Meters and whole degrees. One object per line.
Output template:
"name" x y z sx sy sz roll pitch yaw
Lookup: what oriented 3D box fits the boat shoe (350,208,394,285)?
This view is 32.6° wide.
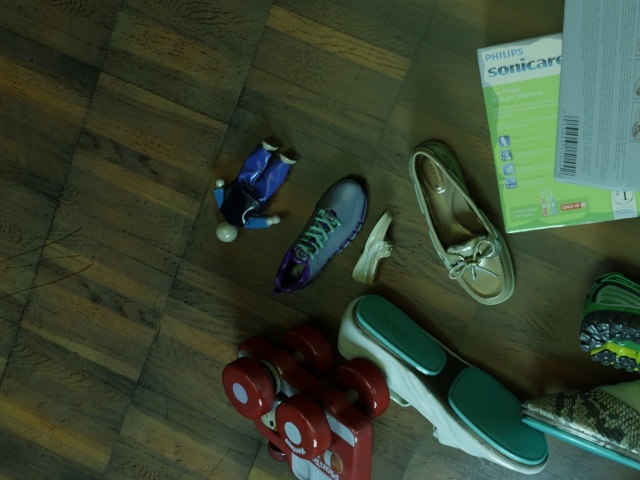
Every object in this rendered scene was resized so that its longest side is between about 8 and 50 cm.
"boat shoe" 0.095 0.013 1.788 0.045 0.050 0.135 26 116 5

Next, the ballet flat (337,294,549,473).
"ballet flat" 0.189 0.247 1.777 0.400 0.139 0.139 39 107 9

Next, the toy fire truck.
"toy fire truck" -0.029 0.300 1.795 0.302 0.169 0.254 30 132 36

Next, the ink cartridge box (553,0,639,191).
"ink cartridge box" 0.420 -0.211 1.437 0.066 0.261 0.296 -4 102 -28

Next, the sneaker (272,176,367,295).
"sneaker" 0.000 0.000 1.782 0.083 0.098 0.223 33 107 7

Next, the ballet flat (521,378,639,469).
"ballet flat" 0.548 0.321 1.685 0.483 0.164 0.182 32 85 2

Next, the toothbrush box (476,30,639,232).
"toothbrush box" 0.362 -0.169 1.641 0.206 0.122 0.283 -9 99 15

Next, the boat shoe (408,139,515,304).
"boat shoe" 0.214 -0.021 1.725 0.104 0.089 0.285 -30 92 18

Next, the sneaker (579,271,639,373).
"sneaker" 0.560 0.136 1.641 0.343 0.146 0.134 21 141 -6

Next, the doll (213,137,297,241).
"doll" -0.116 -0.073 1.826 0.129 0.046 0.189 38 107 6
